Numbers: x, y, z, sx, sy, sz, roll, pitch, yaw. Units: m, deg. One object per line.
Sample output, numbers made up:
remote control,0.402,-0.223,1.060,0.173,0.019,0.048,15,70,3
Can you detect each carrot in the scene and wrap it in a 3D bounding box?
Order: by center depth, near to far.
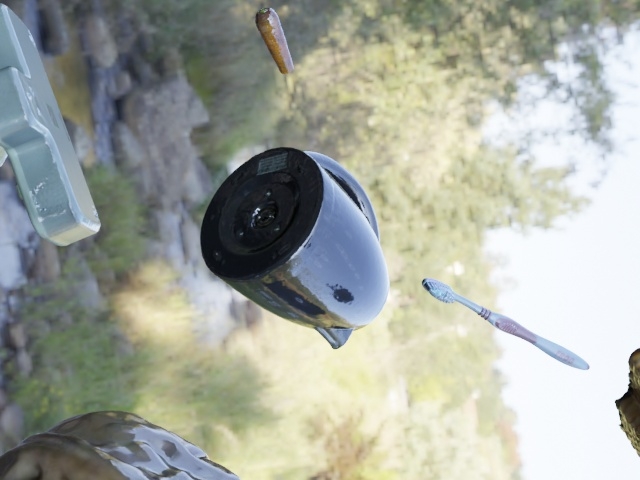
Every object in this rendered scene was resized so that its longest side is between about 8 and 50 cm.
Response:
carrot,-0.059,-0.261,1.552,0.032,0.032,0.093,-96,167,-53

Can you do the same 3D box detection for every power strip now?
power strip,-0.320,-0.129,1.279,0.193,0.059,0.265,80,-11,-83

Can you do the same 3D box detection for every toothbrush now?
toothbrush,0.159,0.073,0.989,0.013,0.193,0.019,-55,-150,14

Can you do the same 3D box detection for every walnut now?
walnut,-0.172,0.261,0.929,0.227,0.273,0.273,66,13,-50

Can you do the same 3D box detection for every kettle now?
kettle,0.000,0.000,1.709,0.290,0.207,0.268,39,53,-44

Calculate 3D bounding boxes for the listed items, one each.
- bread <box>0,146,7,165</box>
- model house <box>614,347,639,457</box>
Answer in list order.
bread,-0.576,-0.270,1.704,0.245,0.233,0.361,39,-9,23
model house,0.408,0.202,1.220,0.183,0.166,0.172,62,9,-50
